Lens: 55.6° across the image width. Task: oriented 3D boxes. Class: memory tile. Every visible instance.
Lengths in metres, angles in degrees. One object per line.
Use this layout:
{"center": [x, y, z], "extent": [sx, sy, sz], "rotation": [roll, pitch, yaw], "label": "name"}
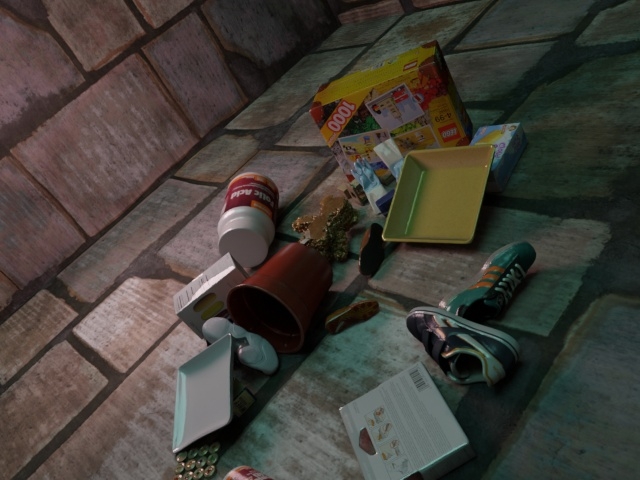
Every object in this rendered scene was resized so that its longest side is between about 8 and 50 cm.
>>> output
{"center": [-0.342, 0.615, 1.670], "extent": [0.148, 0.012, 0.113], "rotation": [-22, 32, 19], "label": "memory tile"}

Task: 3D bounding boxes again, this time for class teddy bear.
{"center": [0.000, 0.000, 2.111], "extent": [0.245, 0.113, 0.338], "rotation": [1, 52, 28], "label": "teddy bear"}

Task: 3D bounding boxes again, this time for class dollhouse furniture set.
{"center": [0.166, -0.244, 2.333], "extent": [0.182, 0.101, 0.161], "rotation": [-40, 32, -12], "label": "dollhouse furniture set"}

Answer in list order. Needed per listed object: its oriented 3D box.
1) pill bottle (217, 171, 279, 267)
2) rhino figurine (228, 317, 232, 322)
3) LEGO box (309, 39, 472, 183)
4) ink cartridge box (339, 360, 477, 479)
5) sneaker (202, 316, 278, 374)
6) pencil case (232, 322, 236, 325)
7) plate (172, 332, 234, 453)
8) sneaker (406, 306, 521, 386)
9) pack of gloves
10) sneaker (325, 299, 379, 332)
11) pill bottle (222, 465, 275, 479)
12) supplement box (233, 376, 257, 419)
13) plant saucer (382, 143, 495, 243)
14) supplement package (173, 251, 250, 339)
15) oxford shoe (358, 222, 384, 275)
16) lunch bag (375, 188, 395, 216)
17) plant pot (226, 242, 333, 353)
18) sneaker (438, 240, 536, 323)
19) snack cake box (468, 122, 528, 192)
{"center": [-0.284, -0.084, 2.397], "extent": [0.224, 0.224, 0.392], "rotation": [-23, 32, 16], "label": "pill bottle"}
{"center": [-0.326, 0.243, 2.123], "extent": [0.243, 0.073, 0.106], "rotation": [-45, 29, -22], "label": "rhino figurine"}
{"center": [0.271, -0.466, 2.290], "extent": [0.499, 0.373, 0.193], "rotation": [-16, 35, 27], "label": "LEGO box"}
{"center": [0.190, 0.437, 1.394], "extent": [0.238, 0.060, 0.275], "rotation": [-32, 31, 3], "label": "ink cartridge box"}
{"center": [-0.247, 0.351, 1.874], "extent": [0.268, 0.153, 0.101], "rotation": [28, 48, 17], "label": "sneaker"}
{"center": [-0.245, 0.257, 2.011], "extent": [0.088, 0.086, 0.206], "rotation": [10, 40, 10], "label": "pencil case"}
{"center": [-0.331, 0.446, 1.763], "extent": [0.278, 0.045, 0.277], "rotation": [-36, 42, 32], "label": "plate"}
{"center": [0.313, 0.256, 1.473], "extent": [0.321, 0.126, 0.127], "rotation": [11, 49, 49], "label": "sneaker"}
{"center": [0.236, -0.231, 2.223], "extent": [0.195, 0.046, 0.232], "rotation": [-31, 71, 7], "label": "pack of gloves"}
{"center": [0.090, 0.212, 1.801], "extent": [0.175, 0.064, 0.067], "rotation": [-23, 22, 11], "label": "sneaker"}
{"center": [-0.126, 0.606, 1.381], "extent": [0.221, 0.121, 0.121], "rotation": [5, 47, 45], "label": "pill bottle"}
{"center": [-0.246, 0.457, 1.761], "extent": [0.083, 0.056, 0.083], "rotation": [-44, 32, -17], "label": "supplement box"}
{"center": [0.384, -0.131, 1.918], "extent": [0.332, 0.081, 0.333], "rotation": [2, 67, 44], "label": "plant saucer"}
{"center": [-0.347, 0.183, 2.007], "extent": [0.244, 0.139, 0.134], "rotation": [-39, 28, -1], "label": "supplement package"}
{"center": [0.159, 0.041, 1.991], "extent": [0.076, 0.076, 0.212], "rotation": [-46, 18, 45], "label": "oxford shoe"}
{"center": [0.251, -0.131, 2.133], "extent": [0.098, 0.065, 0.067], "rotation": [-35, 19, 3], "label": "lunch bag"}
{"center": [-0.105, 0.160, 1.879], "extent": [0.272, 0.272, 0.265], "rotation": [-5, 33, 38], "label": "plant pot"}
{"center": [0.450, 0.129, 1.556], "extent": [0.302, 0.108, 0.121], "rotation": [-41, 32, 1], "label": "sneaker"}
{"center": [0.569, -0.275, 2.024], "extent": [0.152, 0.089, 0.264], "rotation": [0, 44, 43], "label": "snack cake box"}
